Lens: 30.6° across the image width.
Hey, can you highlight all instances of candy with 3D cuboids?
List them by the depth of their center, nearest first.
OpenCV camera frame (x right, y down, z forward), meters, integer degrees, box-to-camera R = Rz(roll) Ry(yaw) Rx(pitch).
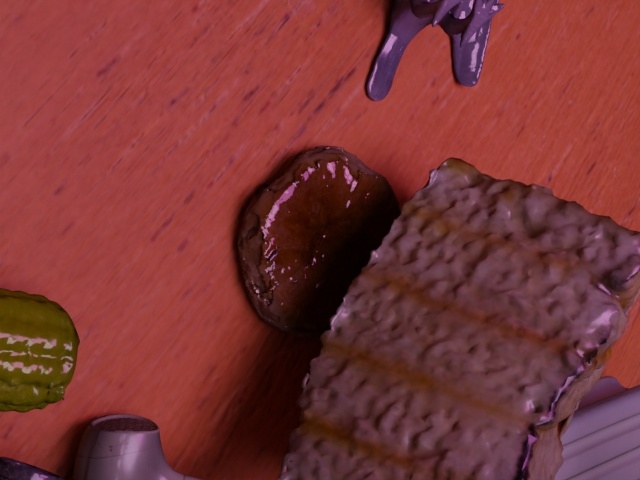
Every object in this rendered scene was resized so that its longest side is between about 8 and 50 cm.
[{"bbox_3d":[-0.291,0.076,0.890,0.210,0.097,0.096,13,87,-34],"label":"candy"}]

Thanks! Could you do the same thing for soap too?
[{"bbox_3d":[0.292,0.271,1.399,0.266,0.088,0.159,-13,104,-38],"label":"soap"}]

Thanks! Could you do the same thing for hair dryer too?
[{"bbox_3d":[-0.105,0.268,1.021,0.237,0.075,0.206,9,96,-5],"label":"hair dryer"}]

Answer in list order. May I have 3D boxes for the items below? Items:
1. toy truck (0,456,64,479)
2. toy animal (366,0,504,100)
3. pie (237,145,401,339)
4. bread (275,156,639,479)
[{"bbox_3d":[-0.214,0.265,0.870,0.364,0.178,0.176,21,80,-12],"label":"toy truck"},{"bbox_3d":[0.117,-0.264,1.195,0.239,0.176,0.255,28,112,-35],"label":"toy animal"},{"bbox_3d":[0.000,0.000,1.148,0.195,0.046,0.195,-5,98,-38],"label":"pie"},{"bbox_3d":[0.136,0.150,1.126,0.395,0.239,0.264,-58,157,-19],"label":"bread"}]
